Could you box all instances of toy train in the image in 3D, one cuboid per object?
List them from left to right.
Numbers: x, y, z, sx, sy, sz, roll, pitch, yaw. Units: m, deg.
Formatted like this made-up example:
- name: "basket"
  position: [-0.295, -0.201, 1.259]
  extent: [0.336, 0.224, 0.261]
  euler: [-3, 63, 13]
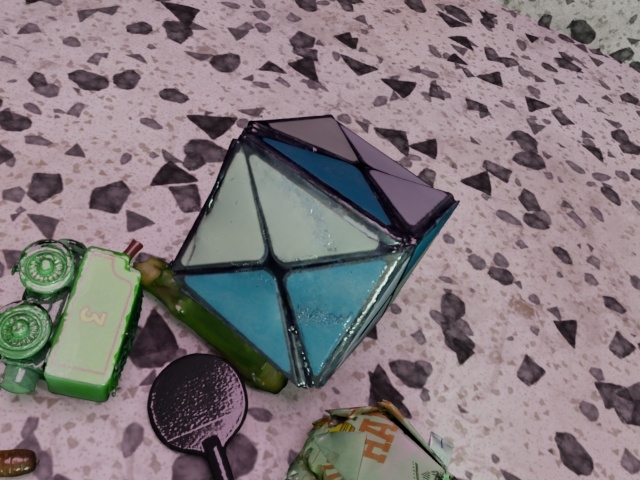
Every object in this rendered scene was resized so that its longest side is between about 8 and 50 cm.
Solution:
- name: "toy train"
  position: [-0.370, 0.115, 0.904]
  extent: [0.188, 0.132, 0.243]
  euler: [14, 59, -12]

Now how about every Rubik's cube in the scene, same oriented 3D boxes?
- name: "Rubik's cube"
  position: [0.000, 0.000, 0.967]
  extent: [0.305, 0.307, 0.310]
  euler: [39, 26, 13]

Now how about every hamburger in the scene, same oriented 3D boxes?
- name: "hamburger"
  position: [0.052, 0.336, 0.868]
  extent: [0.235, 0.125, 0.214]
  euler: [-20, 33, -33]

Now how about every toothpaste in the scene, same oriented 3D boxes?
- name: "toothpaste"
  position: [0.157, 0.399, 0.907]
  extent: [0.052, 0.033, 0.218]
  euler: [34, 60, -16]

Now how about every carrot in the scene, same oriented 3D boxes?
- name: "carrot"
  position: [-0.459, 0.294, 0.795]
  extent: [0.165, 0.036, 0.036]
  euler: [3, 51, -14]

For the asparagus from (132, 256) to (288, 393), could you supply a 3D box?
- name: "asparagus"
  position: [-0.187, 0.126, 1.005]
  extent: [0.343, 0.085, 0.082]
  euler: [39, 74, 10]

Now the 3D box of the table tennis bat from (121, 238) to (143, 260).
- name: "table tennis bat"
  position: [-0.355, 0.059, 1.019]
  extent: [0.098, 0.019, 0.155]
  euler: [30, 62, 9]

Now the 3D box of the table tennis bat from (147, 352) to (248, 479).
- name: "table tennis bat"
  position: [-0.170, 0.278, 0.905]
  extent: [0.150, 0.027, 0.236]
  euler: [-19, 64, -15]
